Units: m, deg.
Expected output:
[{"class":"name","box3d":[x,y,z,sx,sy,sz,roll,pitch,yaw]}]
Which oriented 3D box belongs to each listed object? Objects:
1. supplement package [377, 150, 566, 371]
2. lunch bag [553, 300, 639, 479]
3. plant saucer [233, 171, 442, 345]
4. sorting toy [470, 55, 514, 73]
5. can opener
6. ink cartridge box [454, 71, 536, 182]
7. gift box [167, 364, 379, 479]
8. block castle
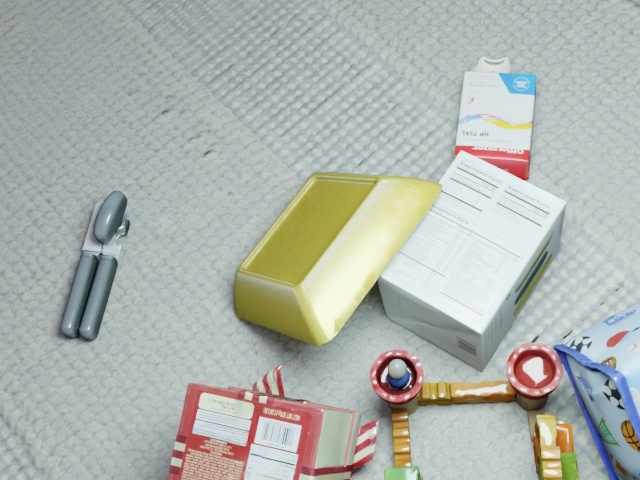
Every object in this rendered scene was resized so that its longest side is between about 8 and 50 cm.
[{"class":"supplement package","box3d":[0.252,0.036,1.659,0.198,0.199,0.262,29,73,21]},{"class":"lunch bag","box3d":[0.574,0.259,1.459,0.328,0.239,0.385,-29,102,-5]},{"class":"plant saucer","box3d":[0.000,0.000,1.678,0.332,0.081,0.333,-52,25,-15]},{"class":"sorting toy","box3d":[0.329,-0.323,1.906,0.083,0.045,0.075,5,59,13]},{"class":"can opener","box3d":[-0.418,0.043,1.840,0.074,0.093,0.280,7,71,12]},{"class":"ink cartridge box","box3d":[0.318,-0.190,1.822,0.134,0.078,0.231,4,66,12]},{"class":"gift box","box3d":[-0.067,0.333,1.539,0.255,0.258,0.276,14,82,17]},{"class":"block castle","box3d":[0.233,0.386,1.490,0.303,0.213,0.453,-4,64,8]}]
